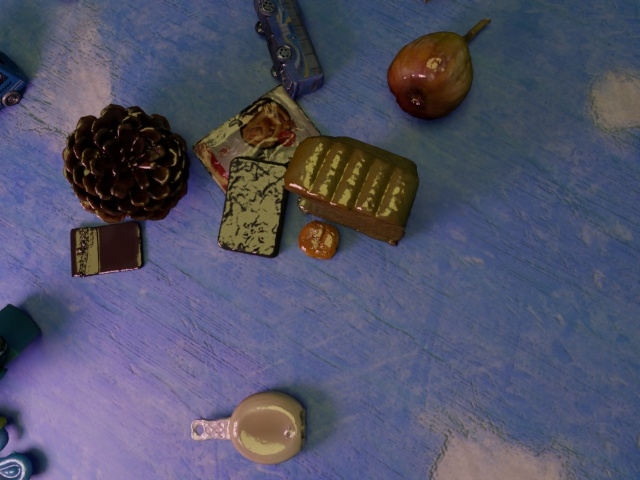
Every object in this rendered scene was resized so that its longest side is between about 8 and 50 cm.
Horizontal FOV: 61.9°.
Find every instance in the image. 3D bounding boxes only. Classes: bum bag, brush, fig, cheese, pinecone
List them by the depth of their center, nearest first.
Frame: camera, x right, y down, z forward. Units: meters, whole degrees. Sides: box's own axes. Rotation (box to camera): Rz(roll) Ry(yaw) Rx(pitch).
[{"bbox_3d":[-0.362,-0.150,1.017,0.247,0.292,0.246,-1,93,-24],"label":"pinecone"},{"bbox_3d":[0.249,-0.355,1.037,0.159,0.159,0.257,41,73,10],"label":"fig"},{"bbox_3d":[-0.141,0.365,1.039,0.228,0.064,0.137,-5,82,9],"label":"cheese"},{"bbox_3d":[-0.132,-0.066,1.071,0.123,0.059,0.197,9,93,1],"label":"brush"},{"bbox_3d":[-0.457,0.018,1.136,0.160,0.026,0.109,-8,82,7],"label":"bum bag"}]

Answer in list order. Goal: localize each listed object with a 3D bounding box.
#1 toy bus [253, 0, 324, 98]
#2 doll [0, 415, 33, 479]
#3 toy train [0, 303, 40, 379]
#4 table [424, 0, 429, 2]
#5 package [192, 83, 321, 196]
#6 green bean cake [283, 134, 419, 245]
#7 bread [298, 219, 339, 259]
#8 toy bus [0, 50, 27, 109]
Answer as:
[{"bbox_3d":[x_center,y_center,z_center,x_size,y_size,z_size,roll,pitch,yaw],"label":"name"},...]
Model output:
[{"bbox_3d":[-0.069,-0.415,1.103,0.094,0.079,0.236,-16,81,-19],"label":"toy bus"},{"bbox_3d":[-0.754,0.520,1.087,0.347,0.099,0.340,-3,84,10],"label":"doll"},{"bbox_3d":[-0.722,0.270,1.070,0.298,0.194,0.120,-39,106,7],"label":"toy train"},{"bbox_3d":[0.229,-0.539,1.071,0.079,0.083,0.062,-29,82,3],"label":"table"},{"bbox_3d":[-0.131,-0.203,1.113,0.239,0.030,0.154,-36,83,2],"label":"package"},{"bbox_3d":[0.060,-0.094,0.974,0.233,0.236,0.124,21,84,7],"label":"green bean cake"},{"bbox_3d":[0.000,0.000,1.066,0.081,0.046,0.083,-45,83,6],"label":"bread"},{"bbox_3d":[-0.780,-0.316,1.161,0.246,0.134,0.113,-43,80,0],"label":"toy bus"}]
